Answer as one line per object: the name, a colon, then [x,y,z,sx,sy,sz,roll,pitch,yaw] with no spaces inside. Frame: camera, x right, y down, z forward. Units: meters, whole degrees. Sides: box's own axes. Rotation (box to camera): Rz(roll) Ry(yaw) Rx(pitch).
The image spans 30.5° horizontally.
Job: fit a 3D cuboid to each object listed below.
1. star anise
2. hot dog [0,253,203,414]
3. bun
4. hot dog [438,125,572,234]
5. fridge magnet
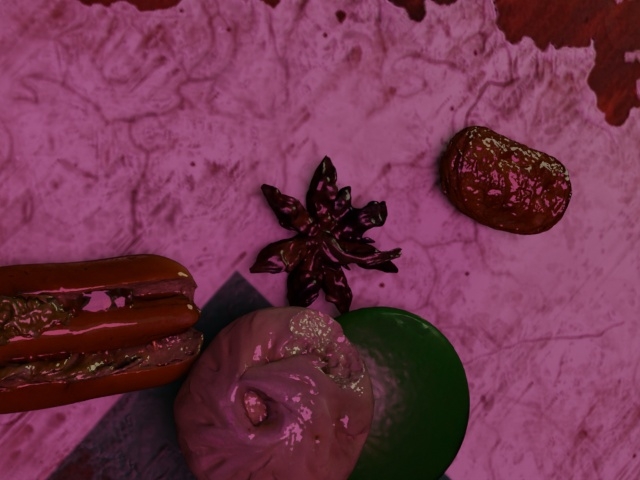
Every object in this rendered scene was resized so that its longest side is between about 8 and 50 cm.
star anise: [0.001,0.000,1.188,0.168,0.057,0.168,0,90,-11]
hot dog: [-0.270,0.090,1.066,0.337,0.100,0.135,-5,95,-21]
bun: [-0.041,0.157,1.083,0.178,0.128,0.193,37,95,11]
hot dog: [0.194,-0.063,1.249,0.147,0.065,0.099,19,86,-9]
fridge magnet: [0.054,0.170,1.196,0.208,0.088,0.208,-1,92,-20]
